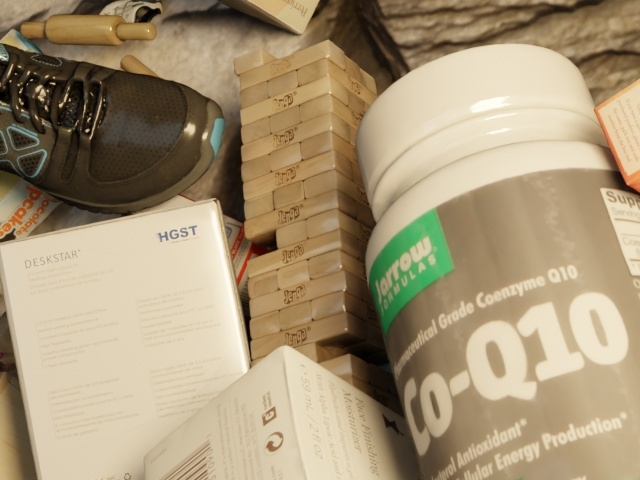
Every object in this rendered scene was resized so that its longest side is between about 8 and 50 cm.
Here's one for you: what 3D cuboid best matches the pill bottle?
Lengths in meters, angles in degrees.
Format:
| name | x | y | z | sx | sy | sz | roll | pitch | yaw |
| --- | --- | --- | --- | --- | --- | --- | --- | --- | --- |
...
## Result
| name | x | y | z | sx | sy | sz | roll | pitch | yaw |
| --- | --- | --- | --- | --- | --- | --- | --- | --- | --- |
| pill bottle | 0.145 | 0.064 | 0.957 | 0.204 | 0.204 | 0.361 | -32 | 56 | 27 |

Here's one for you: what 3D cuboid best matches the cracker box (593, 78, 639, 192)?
| name | x | y | z | sx | sy | sz | roll | pitch | yaw |
| --- | --- | --- | --- | --- | --- | --- | --- | --- | --- |
| cracker box | 0.310 | -0.094 | 0.910 | 0.232 | 0.156 | 0.067 | -34 | 55 | 26 |

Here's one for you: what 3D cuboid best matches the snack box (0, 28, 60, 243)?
| name | x | y | z | sx | sy | sz | roll | pitch | yaw |
| --- | --- | --- | --- | --- | --- | --- | --- | --- | --- |
| snack box | -0.370 | -0.045 | 1.478 | 0.322 | 0.060 | 0.187 | -44 | 51 | 3 |

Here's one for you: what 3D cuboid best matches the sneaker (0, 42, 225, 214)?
| name | x | y | z | sx | sy | sz | roll | pitch | yaw |
| --- | --- | --- | --- | --- | --- | --- | --- | --- | --- |
| sneaker | -0.252 | -0.108 | 1.295 | 0.341 | 0.139 | 0.125 | 5 | 70 | 22 |

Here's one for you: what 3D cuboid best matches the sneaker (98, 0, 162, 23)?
| name | x | y | z | sx | sy | sz | roll | pitch | yaw |
| --- | --- | --- | --- | --- | --- | --- | --- | --- | --- |
| sneaker | -0.191 | -0.221 | 1.454 | 0.083 | 0.032 | 0.037 | -34 | 55 | 26 |

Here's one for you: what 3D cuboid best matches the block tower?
| name | x | y | z | sx | sy | sz | roll | pitch | yaw |
| --- | --- | --- | --- | --- | --- | --- | --- | --- | --- |
| block tower | 0.000 | 0.000 | 1.171 | 0.097 | 0.091 | 0.335 | -18 | 64 | 26 |

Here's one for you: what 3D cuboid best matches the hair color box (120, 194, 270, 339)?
| name | x | y | z | sx | sy | sz | roll | pitch | yaw |
| --- | --- | --- | --- | --- | --- | --- | --- | --- | --- |
| hair color box | -0.112 | 0.014 | 1.288 | 0.167 | 0.053 | 0.093 | 22 | 90 | 43 |

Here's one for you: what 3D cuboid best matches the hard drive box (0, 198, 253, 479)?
| name | x | y | z | sx | sy | sz | roll | pitch | yaw |
| --- | --- | --- | --- | --- | --- | --- | --- | --- | --- |
| hard drive box | -0.143 | 0.100 | 1.162 | 0.181 | 0.089 | 0.232 | -11 | 83 | -1 |

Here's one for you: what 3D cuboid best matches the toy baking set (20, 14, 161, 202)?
| name | x | y | z | sx | sy | sz | roll | pitch | yaw |
| --- | --- | --- | --- | --- | --- | --- | --- | --- | --- |
| toy baking set | -0.268 | -0.135 | 1.406 | 0.256 | 0.030 | 0.196 | 10 | 69 | 32 |

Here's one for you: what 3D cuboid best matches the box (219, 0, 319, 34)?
| name | x | y | z | sx | sy | sz | roll | pitch | yaw |
| --- | --- | --- | --- | --- | --- | --- | --- | --- | --- |
| box | -0.027 | -0.358 | 1.296 | 0.121 | 0.148 | 0.311 | 28 | 94 | 42 |

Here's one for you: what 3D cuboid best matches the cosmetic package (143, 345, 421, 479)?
| name | x | y | z | sx | sy | sz | roll | pitch | yaw |
| --- | --- | --- | --- | --- | --- | --- | --- | --- | --- |
| cosmetic package | -0.004 | 0.202 | 1.022 | 0.151 | 0.184 | 0.151 | -40 | 37 | 22 |

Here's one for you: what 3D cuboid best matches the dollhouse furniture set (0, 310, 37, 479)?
| name | x | y | z | sx | sy | sz | roll | pitch | yaw |
| --- | --- | --- | --- | --- | --- | --- | --- | --- | --- |
| dollhouse furniture set | -0.328 | 0.238 | 1.331 | 0.356 | 0.174 | 0.303 | -16 | 38 | 53 |
